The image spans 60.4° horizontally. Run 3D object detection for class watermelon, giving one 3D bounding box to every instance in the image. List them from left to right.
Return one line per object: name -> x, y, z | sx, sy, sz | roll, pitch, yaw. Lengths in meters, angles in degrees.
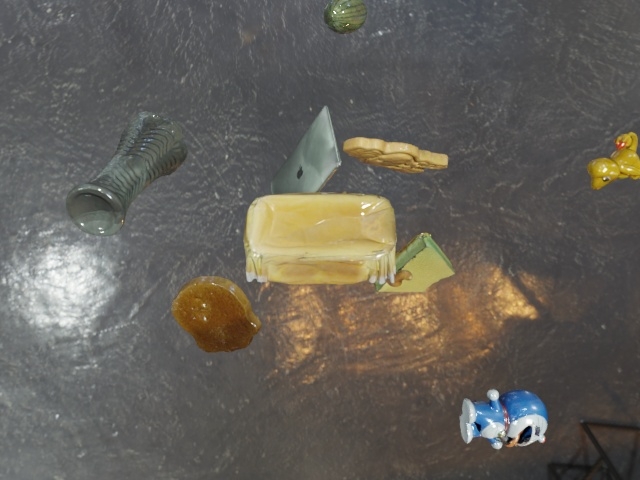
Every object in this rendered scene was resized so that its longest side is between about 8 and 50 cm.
watermelon -> 0.050, -0.475, 1.155 | 0.110, 0.078, 0.078 | -23, 135, -43

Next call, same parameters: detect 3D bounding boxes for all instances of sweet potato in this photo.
sweet potato -> 0.178, 0.091, 1.304 | 0.044, 0.179, 0.044 | 0, 84, -5

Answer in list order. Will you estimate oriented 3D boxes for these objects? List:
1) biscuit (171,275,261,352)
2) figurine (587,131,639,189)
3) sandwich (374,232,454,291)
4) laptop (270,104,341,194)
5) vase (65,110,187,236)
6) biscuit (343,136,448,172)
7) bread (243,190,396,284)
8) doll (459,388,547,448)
biscuit -> -0.305, 0.217, 1.610 | 0.272, 0.049, 0.257 | -22, 111, 34
figurine -> 0.701, -0.192, 1.304 | 0.176, 0.121, 0.123 | -20, 125, -30
sandwich -> 0.292, 0.063, 1.519 | 0.211, 0.063, 0.245 | 3, 147, -30
laptop -> -0.041, -0.149, 1.230 | 0.015, 0.188, 0.269 | 14, 137, -29
vase -> -0.285, -0.100, 0.818 | 0.115, 0.237, 0.116 | 3, 121, 4
biscuit -> 0.152, -0.172, 1.133 | 0.236, 0.144, 0.040 | 5, 81, -35
bread -> 0.000, 0.000, 0.891 | 0.240, 0.136, 0.107 | -1, 144, 1
doll -> 0.532, 0.517, 1.591 | 0.256, 0.161, 0.216 | -4, 122, -11
